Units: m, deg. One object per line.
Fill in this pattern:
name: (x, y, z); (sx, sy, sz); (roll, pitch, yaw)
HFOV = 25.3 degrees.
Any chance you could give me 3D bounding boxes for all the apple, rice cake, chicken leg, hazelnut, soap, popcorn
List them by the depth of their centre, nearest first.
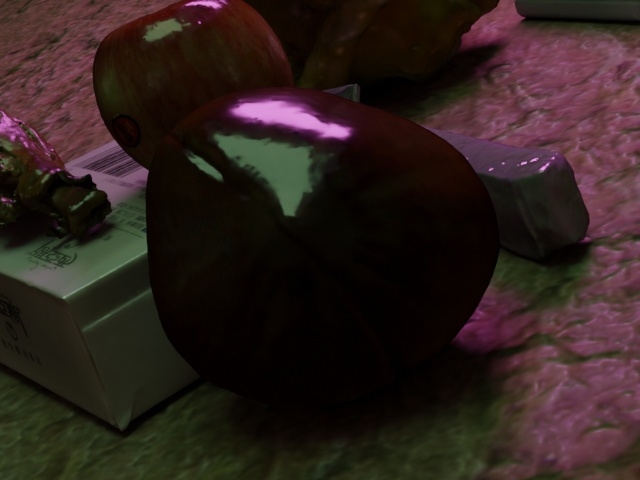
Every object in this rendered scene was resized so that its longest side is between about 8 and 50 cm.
hazelnut: (0.000, 0.000, 0.910); (0.230, 0.229, 0.229); (-18, 23, 8)
apple: (-0.091, -0.111, 1.056); (0.146, 0.131, 0.146); (-23, 9, 4)
chicken leg: (-0.234, -0.051, 1.079); (0.207, 0.101, 0.085); (23, 76, 46)
rice cake: (0.095, -0.054, 1.138); (0.056, 0.072, 0.365); (-30, 22, -17)
soap: (0.272, -0.287, 1.445); (0.067, 0.119, 0.198); (-30, 24, -26)
popcorn: (0.028, -0.284, 1.483); (0.290, 0.325, 0.321); (-15, 67, 5)

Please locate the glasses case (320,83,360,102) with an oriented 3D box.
glasses case: (-0.043, -0.070, 1.216); (0.083, 0.128, 0.308); (-7, 10, -40)

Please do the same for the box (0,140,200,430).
box: (-0.156, 0.019, 1.121); (0.203, 0.116, 0.274); (-30, 25, -28)
